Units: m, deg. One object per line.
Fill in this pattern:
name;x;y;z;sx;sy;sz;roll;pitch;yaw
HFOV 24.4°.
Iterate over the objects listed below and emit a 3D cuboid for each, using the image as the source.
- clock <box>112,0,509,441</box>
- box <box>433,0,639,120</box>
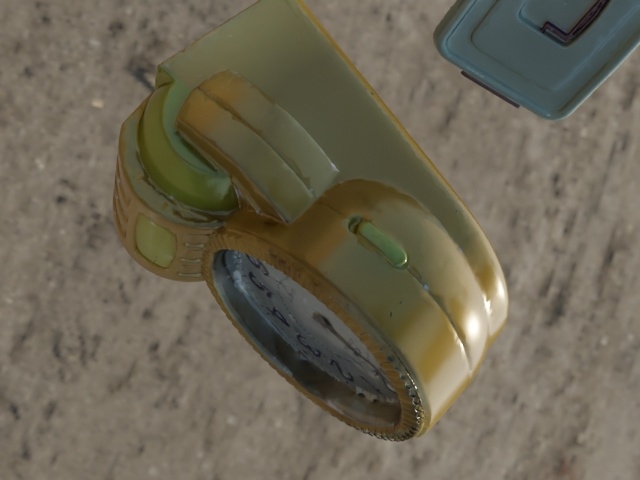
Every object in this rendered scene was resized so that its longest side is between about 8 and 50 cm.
clock;0.000;0.000;1.130;0.200;0.317;0.244;-43;171;-18
box;0.277;-0.299;1.641;0.294;0.193;0.167;-50;-165;40
